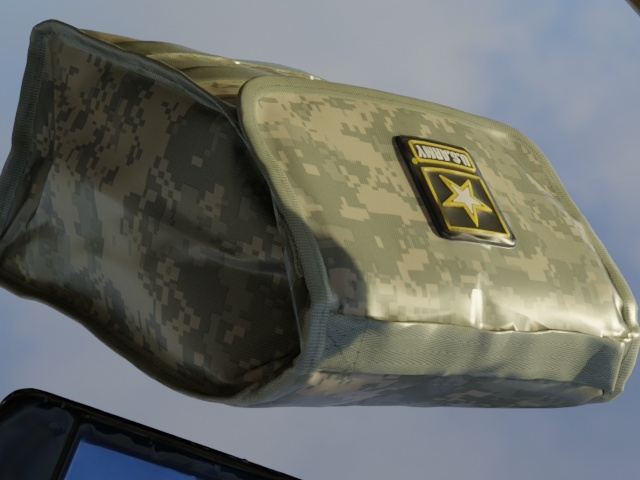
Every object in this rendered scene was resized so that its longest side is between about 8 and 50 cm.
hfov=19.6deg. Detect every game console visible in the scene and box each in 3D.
[{"bbox_3d":[-0.065,0.138,0.664,0.144,0.124,0.085,21,-173,-15],"label":"game console"}]

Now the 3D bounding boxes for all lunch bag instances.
[{"bbox_3d":[0.000,0.000,0.951,0.235,0.169,0.287,8,-168,-43],"label":"lunch bag"}]

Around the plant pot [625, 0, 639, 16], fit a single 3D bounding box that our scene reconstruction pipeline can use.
[{"bbox_3d":[0.253,-0.108,0.761,0.254,0.237,0.237,28,-156,-1],"label":"plant pot"}]
